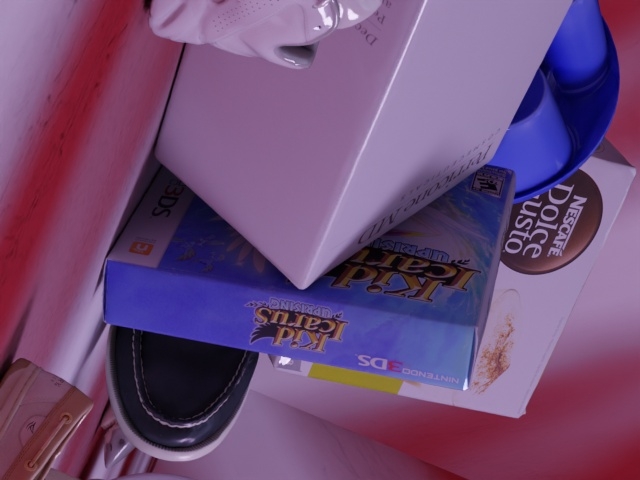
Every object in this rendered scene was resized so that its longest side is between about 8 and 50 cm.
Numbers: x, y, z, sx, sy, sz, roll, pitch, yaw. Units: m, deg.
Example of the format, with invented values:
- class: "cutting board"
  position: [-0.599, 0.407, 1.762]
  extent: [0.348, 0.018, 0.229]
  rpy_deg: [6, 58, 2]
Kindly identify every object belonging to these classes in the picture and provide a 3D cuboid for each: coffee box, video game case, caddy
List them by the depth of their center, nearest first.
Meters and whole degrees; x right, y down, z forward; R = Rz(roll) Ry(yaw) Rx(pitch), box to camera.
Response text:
- class: "video game case"
  position: [0.000, 0.000, 1.380]
  extent: [0.244, 0.269, 0.061]
  rpy_deg: [-68, 167, -58]
- class: "caddy"
  position: [0.091, -0.168, 1.596]
  extent: [0.179, 0.341, 0.241]
  rpy_deg: [67, 44, -66]
- class: "coffee box"
  position: [0.107, -0.043, 2.143]
  extent: [0.337, 0.334, 0.338]
  rpy_deg: [-67, -155, 20]

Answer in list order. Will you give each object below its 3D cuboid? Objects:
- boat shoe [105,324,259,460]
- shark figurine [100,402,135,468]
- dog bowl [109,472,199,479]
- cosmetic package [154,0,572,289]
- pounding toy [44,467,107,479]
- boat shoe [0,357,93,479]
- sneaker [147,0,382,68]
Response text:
- class: "boat shoe"
  position: [-0.088, 0.023, 1.510]
  extent: [0.113, 0.127, 0.340]
  rpy_deg: [111, -1, -46]
- class: "shark figurine"
  position: [-0.129, 0.096, 1.827]
  extent: [0.166, 0.116, 0.278]
  rpy_deg: [-70, -176, -50]
- class: "dog bowl"
  position: [-0.160, 0.374, 1.887]
  extent: [0.265, 0.265, 0.104]
  rpy_deg: [-68, -178, -50]
- class: "cosmetic package"
  position: [0.063, -0.200, 1.184]
  extent: [0.230, 0.161, 0.453]
  rpy_deg: [-35, 159, -37]
- class: "pounding toy"
  position: [-0.168, 0.224, 1.428]
  extent: [0.141, 0.130, 0.100]
  rpy_deg: [113, 0, -70]
- class: "boat shoe"
  position: [-0.175, 0.151, 1.001]
  extent: [0.063, 0.059, 0.170]
  rpy_deg: [114, -1, -82]
- class: "sneaker"
  position: [-0.016, -0.157, 0.910]
  extent: [0.232, 0.115, 0.090]
  rpy_deg: [113, -1, -71]
